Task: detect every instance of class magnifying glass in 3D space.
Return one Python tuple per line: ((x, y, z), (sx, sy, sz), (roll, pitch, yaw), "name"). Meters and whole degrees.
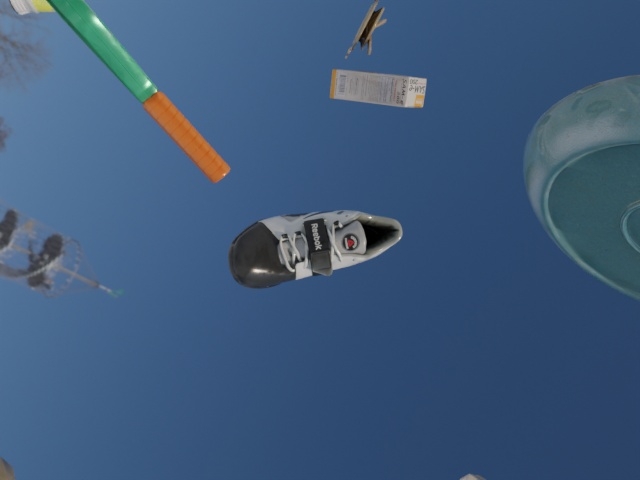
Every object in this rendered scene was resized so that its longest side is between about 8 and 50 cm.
((-0.159, -0.140, 0.606), (0.026, 0.231, 0.092), (-42, -160, -6), "magnifying glass")

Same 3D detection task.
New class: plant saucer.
((0.328, -0.016, 0.653), (0.317, 0.318, 0.044), (8, -123, 45), "plant saucer")

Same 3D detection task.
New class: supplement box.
((0.069, -0.181, 0.858), (0.098, 0.062, 0.036), (12, -75, 24), "supplement box")

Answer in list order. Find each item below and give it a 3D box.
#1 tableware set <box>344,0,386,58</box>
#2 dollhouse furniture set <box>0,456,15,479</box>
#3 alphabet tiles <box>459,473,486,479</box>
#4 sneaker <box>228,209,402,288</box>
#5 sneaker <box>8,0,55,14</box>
((0.090, -0.377, 1.294), (0.128, 0.039, 0.194), (-62, -175, 12), "tableware set")
((-0.315, 0.310, 0.605), (0.181, 0.101, 0.161), (-33, -141, -10), "dollhouse furniture set")
((0.149, 0.394, 0.726), (0.278, 0.021, 0.284), (21, -84, 64), "alphabet tiles")
((0.000, 0.000, 1.257), (0.146, 0.330, 0.123), (-13, -89, 55), "sneaker")
((-0.301, -0.361, 0.852), (0.094, 0.081, 0.209), (7, -95, 2), "sneaker")
